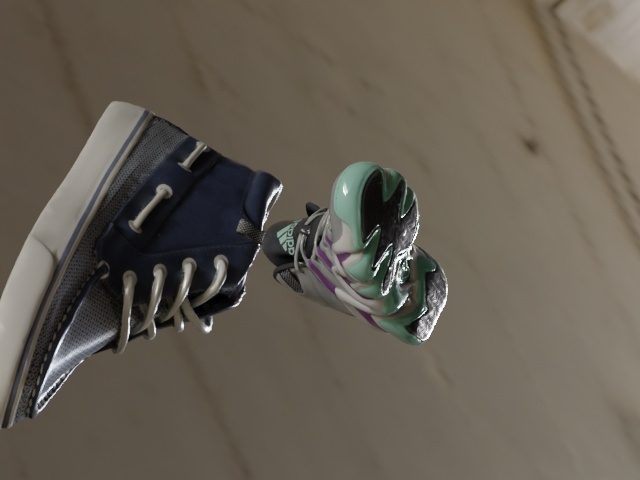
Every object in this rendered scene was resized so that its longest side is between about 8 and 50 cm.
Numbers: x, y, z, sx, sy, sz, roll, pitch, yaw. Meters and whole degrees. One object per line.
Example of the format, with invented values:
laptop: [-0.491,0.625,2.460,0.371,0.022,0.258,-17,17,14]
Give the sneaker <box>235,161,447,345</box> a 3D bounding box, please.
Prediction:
sneaker: [0.000,0.000,0.635,0.069,0.038,0.098,18,154,24]

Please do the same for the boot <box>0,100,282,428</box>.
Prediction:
boot: [-0.075,0.015,0.764,0.086,0.069,0.190,22,-138,-1]
